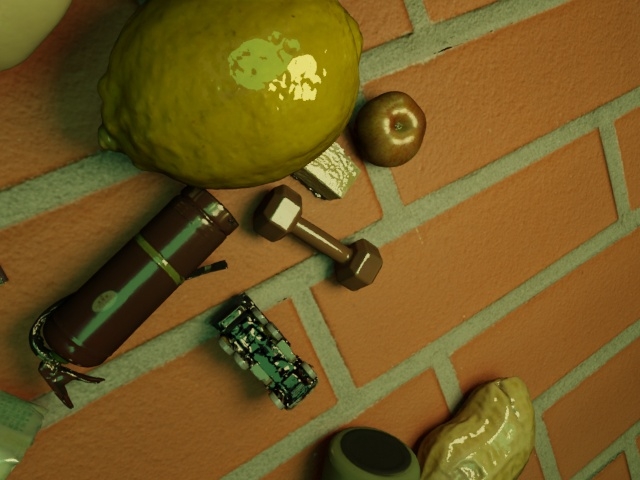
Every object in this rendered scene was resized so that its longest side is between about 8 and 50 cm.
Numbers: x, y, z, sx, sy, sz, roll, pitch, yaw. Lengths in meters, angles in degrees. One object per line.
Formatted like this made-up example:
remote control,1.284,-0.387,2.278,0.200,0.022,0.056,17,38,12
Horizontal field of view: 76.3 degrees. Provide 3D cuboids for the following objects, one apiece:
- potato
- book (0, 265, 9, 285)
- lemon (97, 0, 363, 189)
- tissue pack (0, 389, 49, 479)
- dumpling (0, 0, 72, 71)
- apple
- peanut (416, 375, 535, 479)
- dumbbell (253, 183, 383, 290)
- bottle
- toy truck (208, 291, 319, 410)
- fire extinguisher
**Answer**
potato,0.003,-0.126,0.681,0.122,0.061,0.086,38,81,-22
book,-0.535,-0.016,0.508,0.158,0.026,0.231,-24,104,-16
lemon,-0.102,-0.198,0.528,0.286,0.285,0.316,33,106,-21
tissue pack,-0.587,0.255,0.450,0.388,0.162,0.287,36,83,-20
dumpling,-0.400,-0.340,0.402,0.395,0.233,0.315,-22,94,16
apple,0.122,-0.187,0.695,0.126,0.102,0.125,-3,98,-19
peanut,0.311,0.427,0.822,0.340,0.158,0.174,-35,78,-18
dumbbell,0.000,0.000,0.683,0.231,0.092,0.082,33,113,-21
bottle,0.061,0.531,0.734,0.169,0.168,0.346,9,98,-22
toy truck,-0.092,0.180,0.670,0.083,0.092,0.192,-41,101,-12
fire extinguisher,-0.260,0.076,0.581,0.141,0.105,0.341,46,77,-18
